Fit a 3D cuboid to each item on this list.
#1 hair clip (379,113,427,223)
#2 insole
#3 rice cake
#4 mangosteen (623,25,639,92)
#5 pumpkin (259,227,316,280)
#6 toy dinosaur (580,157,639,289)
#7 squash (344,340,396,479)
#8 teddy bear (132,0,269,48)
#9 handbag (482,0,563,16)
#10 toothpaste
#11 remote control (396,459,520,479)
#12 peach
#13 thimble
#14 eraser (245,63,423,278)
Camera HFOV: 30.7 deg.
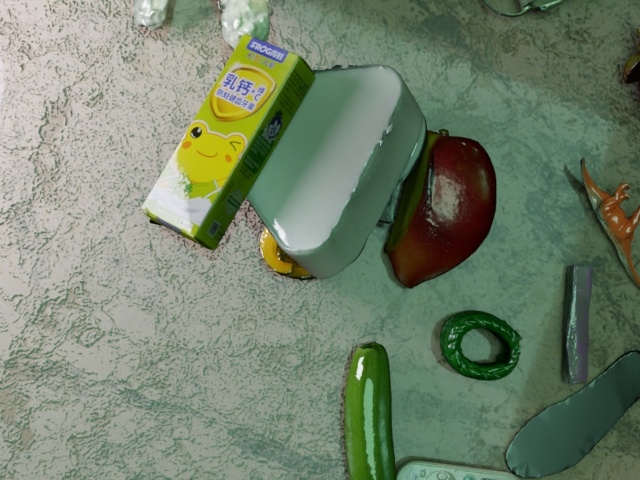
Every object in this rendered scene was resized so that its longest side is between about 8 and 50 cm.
[{"bbox_3d":[0.121,-0.140,1.936,0.054,0.140,0.220,21,86,-34],"label":"hair clip"},{"bbox_3d":[0.446,0.298,1.988,0.309,0.012,0.110,-41,90,-6],"label":"insole"},{"bbox_3d":[0.436,0.142,1.985,0.047,0.036,0.206,6,85,-9],"label":"rice cake"},{"bbox_3d":[0.607,-0.294,1.968,0.200,0.200,0.200,0,87,-5],"label":"mangosteen"},{"bbox_3d":[0.000,0.000,1.921,0.183,0.107,0.119,-21,69,9],"label":"pumpkin"},{"bbox_3d":[0.523,-0.026,1.995,0.101,0.055,0.279,-39,92,4],"label":"toy dinosaur"},{"bbox_3d":[0.080,0.313,1.923,0.082,0.082,0.292,-3,86,-5],"label":"squash"},{"bbox_3d":[-0.283,-0.474,1.835,0.362,0.327,0.375,-2,48,-24],"label":"teddy bear"},{"bbox_3d":[0.349,-0.513,2.000,0.219,0.079,0.256,-20,88,5],"label":"handbag"},{"bbox_3d":[-0.138,-0.148,1.766,0.110,0.077,0.327,27,83,27],"label":"toothpaste"},{"bbox_3d":[0.232,0.415,1.950,0.221,0.042,0.078,8,85,-5],"label":"remote control"},{"bbox_3d":[0.205,-0.045,1.918,0.159,0.154,0.267,18,85,-5],"label":"peach"},{"bbox_3d":[0.267,0.176,1.942,0.130,0.090,0.118,-5,90,-4],"label":"thimble"},{"bbox_3d":[-0.033,-0.140,1.850,0.331,0.150,0.331,-6,71,16],"label":"eraser"}]
